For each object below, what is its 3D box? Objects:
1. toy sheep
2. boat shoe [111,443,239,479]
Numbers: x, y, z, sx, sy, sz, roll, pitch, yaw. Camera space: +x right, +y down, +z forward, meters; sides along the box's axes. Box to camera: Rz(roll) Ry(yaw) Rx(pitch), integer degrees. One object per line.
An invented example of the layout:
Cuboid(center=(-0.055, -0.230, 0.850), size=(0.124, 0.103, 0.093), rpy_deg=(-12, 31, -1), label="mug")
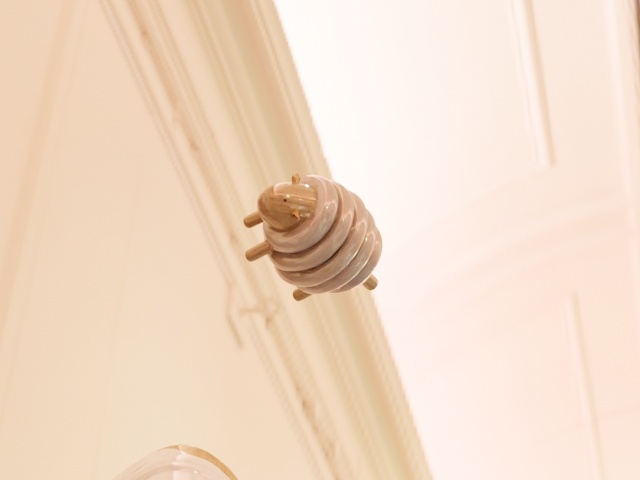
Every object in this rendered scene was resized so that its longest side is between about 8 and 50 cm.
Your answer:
Cuboid(center=(0.000, 0.000, 1.003), size=(0.091, 0.091, 0.132), rpy_deg=(-24, -41, 27), label="toy sheep")
Cuboid(center=(-0.164, 0.231, 0.825), size=(0.098, 0.096, 0.277), rpy_deg=(44, -71, -10), label="boat shoe")
